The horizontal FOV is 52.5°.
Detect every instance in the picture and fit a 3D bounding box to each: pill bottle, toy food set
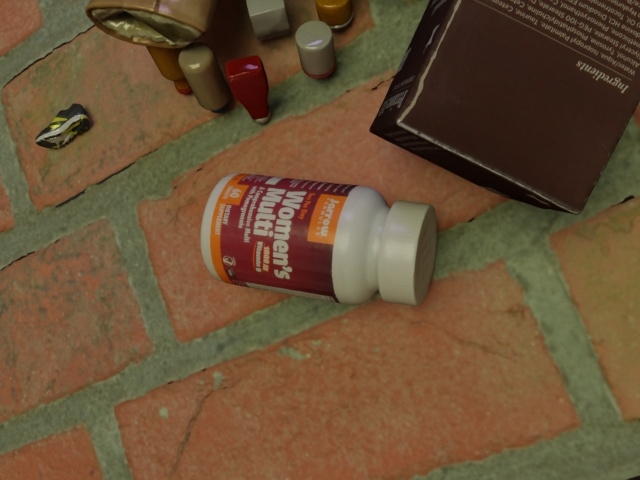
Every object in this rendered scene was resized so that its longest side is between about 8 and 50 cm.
[{"bbox_3d":[0.000,0.000,0.665,0.221,0.121,0.121,8,90,21],"label":"pill bottle"},{"bbox_3d":[-0.070,-0.204,0.733,0.232,0.104,0.111,-15,68,1],"label":"toy food set"}]

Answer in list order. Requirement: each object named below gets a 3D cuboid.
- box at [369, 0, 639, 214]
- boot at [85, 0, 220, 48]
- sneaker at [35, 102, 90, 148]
[{"bbox_3d":[0.167,-0.153,0.561,0.166,0.168,0.203,25,95,-6],"label":"box"},{"bbox_3d":[-0.093,-0.325,0.687,0.236,0.089,0.270,9,70,18],"label":"boot"},{"bbox_3d":[-0.337,-0.149,0.848,0.083,0.031,0.035,-24,66,13],"label":"sneaker"}]
